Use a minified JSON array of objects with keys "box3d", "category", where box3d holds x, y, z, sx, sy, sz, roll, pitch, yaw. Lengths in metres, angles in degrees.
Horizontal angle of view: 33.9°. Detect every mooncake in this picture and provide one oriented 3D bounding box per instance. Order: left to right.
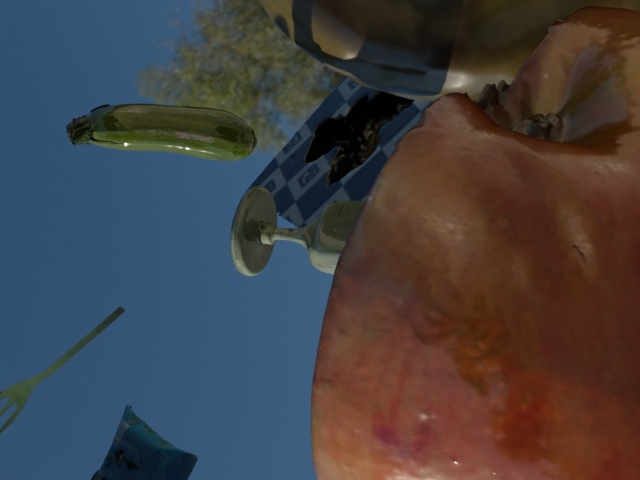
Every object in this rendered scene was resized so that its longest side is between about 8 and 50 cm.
[{"box3d":[0.082,-0.223,0.632,0.284,0.284,0.155,63,-168,-2],"category":"mooncake"}]

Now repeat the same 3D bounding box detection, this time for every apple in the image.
[{"box3d":[0.147,0.037,0.480,0.293,0.163,0.251,-46,-38,-32],"category":"apple"}]

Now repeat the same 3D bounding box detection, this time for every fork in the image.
[{"box3d":[-0.334,0.153,1.333,0.039,0.021,0.235,38,-123,11],"category":"fork"}]

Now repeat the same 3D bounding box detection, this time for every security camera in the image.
[{"box3d":[0.000,0.000,0.616,0.058,0.092,0.058,9,-90,-71],"category":"security camera"}]

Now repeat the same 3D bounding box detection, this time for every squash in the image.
[{"box3d":[-0.152,-0.106,1.010,0.052,0.183,0.052,5,-90,-90],"category":"squash"}]

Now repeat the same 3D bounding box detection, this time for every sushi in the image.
[{"box3d":[0.080,-0.133,1.316,0.069,0.339,0.320,42,174,-25],"category":"sushi"}]

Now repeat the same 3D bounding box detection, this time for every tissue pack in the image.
[{"box3d":[-0.131,0.166,0.720,0.028,0.138,0.085,27,-97,-30],"category":"tissue pack"}]
